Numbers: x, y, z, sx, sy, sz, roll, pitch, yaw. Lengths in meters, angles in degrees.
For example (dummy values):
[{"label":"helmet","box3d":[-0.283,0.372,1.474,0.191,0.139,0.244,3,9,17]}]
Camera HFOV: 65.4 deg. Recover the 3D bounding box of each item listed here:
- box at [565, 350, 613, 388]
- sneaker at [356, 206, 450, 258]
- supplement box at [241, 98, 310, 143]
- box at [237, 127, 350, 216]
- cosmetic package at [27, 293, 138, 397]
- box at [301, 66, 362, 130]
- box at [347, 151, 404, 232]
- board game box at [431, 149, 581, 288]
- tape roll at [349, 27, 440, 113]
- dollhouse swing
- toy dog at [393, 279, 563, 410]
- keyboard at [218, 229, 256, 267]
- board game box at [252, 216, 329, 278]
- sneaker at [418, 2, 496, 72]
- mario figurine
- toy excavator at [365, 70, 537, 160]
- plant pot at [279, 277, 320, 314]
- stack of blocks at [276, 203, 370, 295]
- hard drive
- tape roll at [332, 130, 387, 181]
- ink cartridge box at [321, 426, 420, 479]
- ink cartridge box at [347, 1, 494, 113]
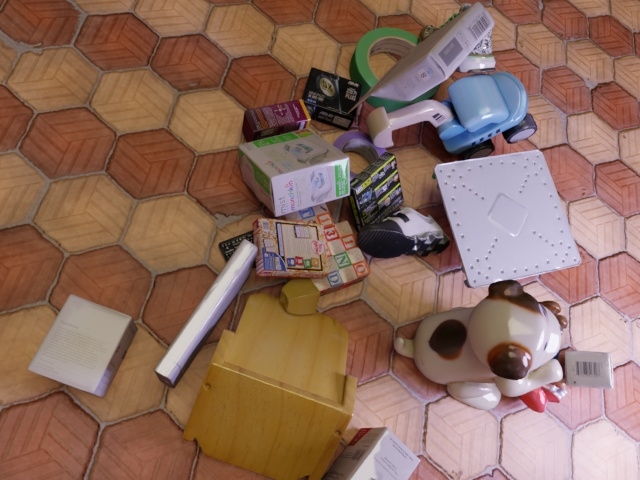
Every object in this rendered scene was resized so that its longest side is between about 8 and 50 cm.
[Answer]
[{"label":"box","box3d":[0.748,0.361,1.385,0.113,0.275,0.094,-3,75,27]},{"label":"sneaker","box3d":[0.227,-0.033,1.486,0.331,0.122,0.146,4,51,-36]},{"label":"supplement box","box3d":[-0.138,-0.357,1.532,0.188,0.104,0.080,-17,74,-20]},{"label":"box","box3d":[-0.079,-0.197,1.406,0.231,0.126,0.262,-17,36,-20]},{"label":"cosmetic package","box3d":[-0.543,0.248,1.161,0.152,0.151,0.183,23,66,-5]},{"label":"box","box3d":[0.032,-0.463,1.633,0.180,0.077,0.147,17,65,-8]},{"label":"box","box3d":[0.166,-0.139,1.492,0.191,0.184,0.045,-42,42,-24]},{"label":"board game box","box3d":[0.567,-0.072,1.537,0.390,0.050,0.389,-10,77,-14]},{"label":"tape roll","box3d":[0.264,-0.595,1.748,0.322,0.077,0.321,5,69,-13]},{"label":"dollhouse swing","box3d":[-0.114,0.361,1.281,0.347,0.305,0.315,21,107,-6]},{"label":"toy dog","box3d":[0.425,0.243,1.276,0.396,0.408,0.284,20,65,-7]},{"label":"keyboard","box3d":[-0.187,0.021,1.415,0.180,0.023,0.108,-23,76,-21]},{"label":"board game box","box3d":[-0.076,0.022,1.305,0.194,0.045,0.146,5,66,-30]},{"label":"sneaker","box3d":[0.456,-0.677,1.623,0.158,0.181,0.410,-4,34,-17]},{"label":"mario figurine","box3d":[0.666,0.342,1.435,0.198,0.170,0.320,28,63,-5]},{"label":"toy excavator","box3d":[0.412,-0.401,1.574,0.445,0.433,0.222,11,59,-56]},{"label":"plant pot","box3d":[-0.061,0.151,1.334,0.083,0.081,0.081,-12,43,-28]},{"label":"stack of blocks","box3d":[0.000,0.000,1.436,0.171,0.087,0.297,-18,75,-21]},{"label":"hard drive","box3d":[-0.273,0.183,1.212,0.047,0.233,0.353,31,65,0]},{"label":"tape roll","box3d":[0.114,-0.243,1.567,0.189,0.080,0.188,5,69,-13]},{"label":"ink cartridge box","box3d":[0.080,0.583,1.167,0.114,0.197,0.273,44,65,5]},{"label":"ink cartridge box","box3d":[0.285,-0.503,1.476,0.091,0.385,0.308,47,61,-13]}]
